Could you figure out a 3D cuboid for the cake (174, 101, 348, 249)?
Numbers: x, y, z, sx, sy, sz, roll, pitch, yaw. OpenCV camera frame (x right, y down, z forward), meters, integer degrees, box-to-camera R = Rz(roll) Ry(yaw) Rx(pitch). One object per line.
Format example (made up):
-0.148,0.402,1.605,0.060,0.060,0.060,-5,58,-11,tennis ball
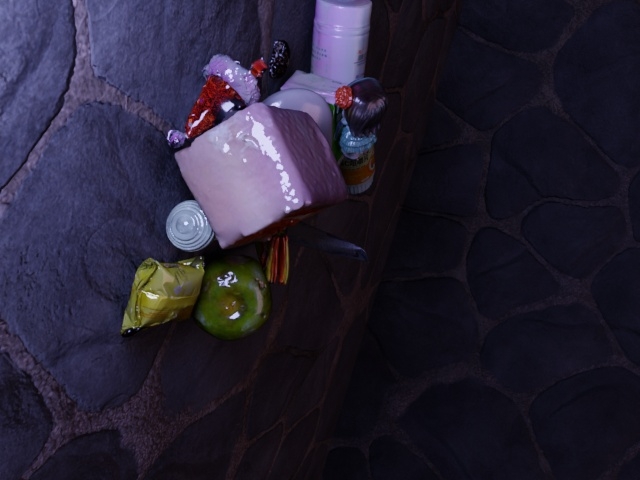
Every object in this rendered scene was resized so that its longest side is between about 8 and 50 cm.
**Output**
-0.110,-0.132,1.201,0.230,0.237,0.309,63,20,4,cake

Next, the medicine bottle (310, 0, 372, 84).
0.052,-0.521,1.586,0.152,0.152,0.253,-51,154,-49,medicine bottle

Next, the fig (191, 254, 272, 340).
-0.212,0.129,1.451,0.275,0.206,0.206,-136,-116,-83,fig

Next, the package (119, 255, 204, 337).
-0.317,0.109,1.203,0.226,0.090,0.168,7,104,-70,package

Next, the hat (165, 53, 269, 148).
-0.207,-0.257,1.137,0.227,0.140,0.129,-52,137,-19,hat

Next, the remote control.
-0.073,-0.231,1.470,0.221,0.103,0.332,-16,137,-15,remote control

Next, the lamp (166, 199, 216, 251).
-0.253,-0.031,1.245,0.193,0.106,0.106,-6,114,-79,lamp

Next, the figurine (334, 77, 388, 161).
0.096,-0.301,1.493,0.138,0.110,0.245,-35,154,-23,figurine

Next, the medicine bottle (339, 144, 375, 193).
0.101,-0.298,1.958,0.318,0.158,0.158,77,35,-60,medicine bottle

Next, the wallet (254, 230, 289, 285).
-0.134,0.001,1.525,0.241,0.067,0.141,-121,-147,-61,wallet

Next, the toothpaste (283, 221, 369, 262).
0.000,0.000,1.708,0.114,0.299,0.073,66,44,-67,toothpaste

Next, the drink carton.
-0.019,-0.306,1.584,0.271,0.161,0.108,92,23,-47,drink carton

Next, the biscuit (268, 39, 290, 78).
-0.100,-0.436,1.416,0.089,0.027,0.087,88,26,-50,biscuit
